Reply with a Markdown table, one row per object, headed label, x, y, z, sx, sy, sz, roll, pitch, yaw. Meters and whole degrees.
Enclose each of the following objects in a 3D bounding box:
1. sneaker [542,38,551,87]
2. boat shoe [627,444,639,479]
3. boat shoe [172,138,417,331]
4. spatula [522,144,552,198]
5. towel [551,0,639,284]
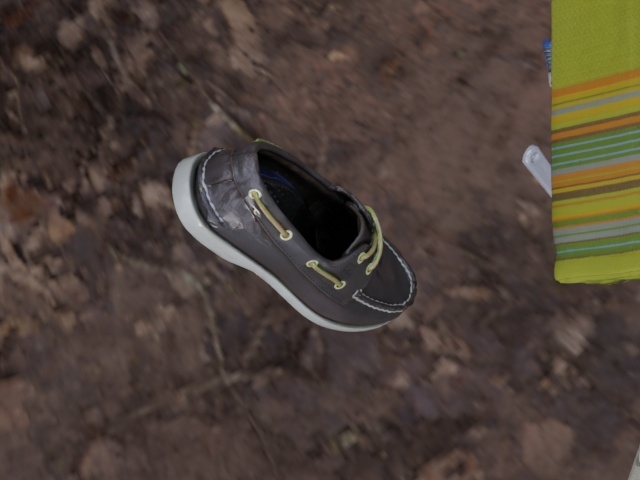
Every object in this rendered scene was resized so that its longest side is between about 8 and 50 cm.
| label | x | y | z | sx | sy | sz | roll | pitch | yaw |
| --- | --- | --- | --- | --- | --- | --- | --- | --- | --- |
| sneaker | 0.256 | -0.185 | 1.775 | 0.135 | 0.052 | 0.058 | -29 | 101 | -26 |
| boat shoe | 0.111 | 0.111 | 0.645 | 0.049 | 0.043 | 0.137 | 9 | 104 | -35 |
| boat shoe | 0.000 | 0.000 | 1.332 | 0.069 | 0.081 | 0.228 | -19 | 147 | 35 |
| spatula | 0.226 | -0.078 | 1.578 | 0.168 | 0.019 | 0.242 | -58 | 155 | -4 |
| towel | 0.137 | -0.101 | 0.849 | 0.021 | 0.102 | 0.237 | 4 | 83 | -32 |
